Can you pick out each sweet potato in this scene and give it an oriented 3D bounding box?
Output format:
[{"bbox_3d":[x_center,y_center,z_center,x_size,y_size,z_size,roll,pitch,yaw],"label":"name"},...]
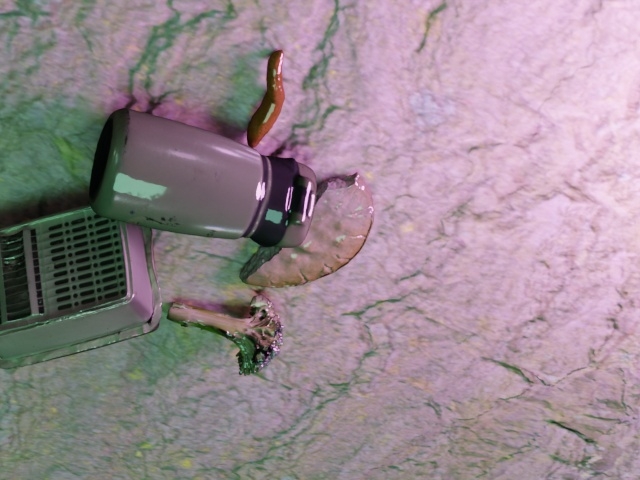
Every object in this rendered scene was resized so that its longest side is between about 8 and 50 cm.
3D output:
[{"bbox_3d":[-0.076,-0.203,1.845,0.044,0.044,0.179,9,132,-15],"label":"sweet potato"}]

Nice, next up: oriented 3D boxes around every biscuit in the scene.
[{"bbox_3d":[0.000,0.001,2.040,0.141,0.038,0.290,26,125,-28],"label":"biscuit"}]

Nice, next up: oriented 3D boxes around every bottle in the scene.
[{"bbox_3d":[-0.164,-0.081,1.861,0.347,0.168,0.168,14,129,-21],"label":"bottle"}]

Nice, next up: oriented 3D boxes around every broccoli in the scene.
[{"bbox_3d":[-0.163,0.150,2.128,0.204,0.118,0.122,21,139,-4],"label":"broccoli"}]

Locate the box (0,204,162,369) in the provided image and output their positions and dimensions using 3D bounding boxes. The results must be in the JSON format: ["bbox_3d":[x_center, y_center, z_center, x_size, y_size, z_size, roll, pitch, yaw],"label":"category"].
[{"bbox_3d":[-0.396,0.071,1.935,0.290,0.220,0.166,-14,154,6],"label":"box"}]
